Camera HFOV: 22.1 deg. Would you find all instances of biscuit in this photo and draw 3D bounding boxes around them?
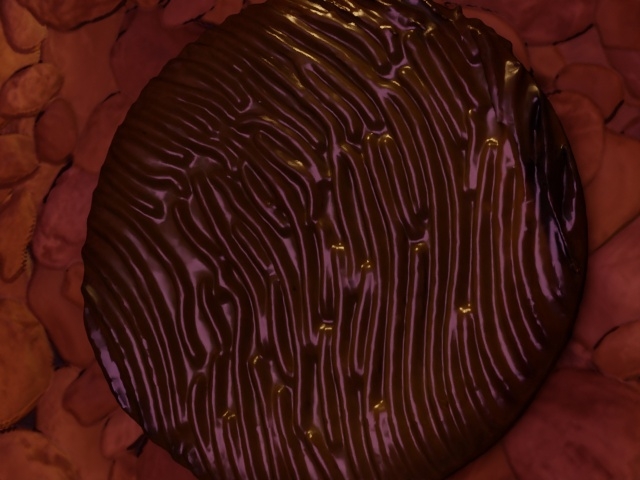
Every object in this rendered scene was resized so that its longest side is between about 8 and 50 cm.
[{"bbox_3d":[0.000,0.000,0.966,0.318,0.040,0.318,-5,77,21],"label":"biscuit"}]
